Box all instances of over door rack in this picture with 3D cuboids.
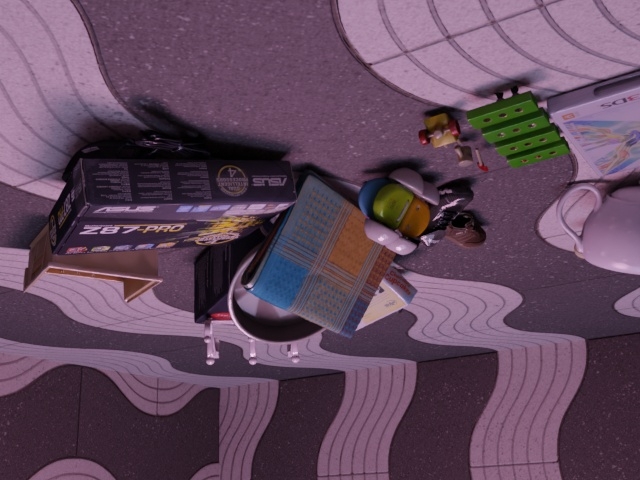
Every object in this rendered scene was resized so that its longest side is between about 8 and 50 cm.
[{"bbox_3d":[-0.177,0.279,2.001,0.239,0.108,0.324,0,162,-4],"label":"over door rack"}]

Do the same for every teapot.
[{"bbox_3d":[0.678,-0.039,1.624,0.256,0.187,0.252,-9,-164,-38],"label":"teapot"}]

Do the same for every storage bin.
[{"bbox_3d":[-0.551,0.058,1.831,0.262,0.123,0.260,9,157,-32],"label":"storage bin"}]

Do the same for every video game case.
[{"bbox_3d":[0.590,-0.211,1.318,0.300,0.036,0.329,-14,158,31],"label":"video game case"}]

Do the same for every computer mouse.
[{"bbox_3d":[-0.326,-0.154,1.359,0.262,0.060,0.184,-17,168,35],"label":"computer mouse"}]

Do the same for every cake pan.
[{"bbox_3d":[-0.069,0.104,1.706,0.293,0.054,0.293,-9,123,-15],"label":"cake pan"}]

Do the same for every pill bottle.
[{"bbox_3d":[-0.088,-0.052,1.652,0.067,0.067,0.120,4,160,-17],"label":"pill bottle"}]

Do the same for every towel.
[{"bbox_3d":[0.015,0.041,1.613,0.040,0.271,0.370,27,177,43],"label":"towel"}]

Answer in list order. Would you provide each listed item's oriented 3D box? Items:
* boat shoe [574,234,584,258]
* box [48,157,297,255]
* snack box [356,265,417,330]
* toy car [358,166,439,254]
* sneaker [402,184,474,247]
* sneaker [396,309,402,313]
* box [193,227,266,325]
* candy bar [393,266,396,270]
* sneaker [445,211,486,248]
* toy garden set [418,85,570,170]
[{"bbox_3d":[0.742,-0.032,1.787,0.302,0.109,0.098,-13,119,30],"label":"boat shoe"},{"bbox_3d":[-0.288,-0.063,1.452,0.395,0.097,0.318,-3,164,-30],"label":"box"},{"bbox_3d":[0.102,0.139,2.078,0.187,0.060,0.322,43,146,-8],"label":"snack box"},{"bbox_3d":[0.145,-0.070,1.556,0.136,0.159,0.182,29,-177,36],"label":"toy car"},{"bbox_3d":[0.254,-0.042,1.661,0.078,0.106,0.234,8,158,-31],"label":"sneaker"},{"bbox_3d":[0.119,0.159,2.211,0.271,0.108,0.100,1,164,22],"label":"sneaker"},{"bbox_3d":[-0.117,0.101,1.923,0.343,0.179,0.312,5,158,-23],"label":"box"},{"bbox_3d":[0.203,0.107,2.224,0.040,0.018,0.161,-4,162,3],"label":"candy bar"},{"bbox_3d":[0.340,-0.027,1.778,0.188,0.066,0.071,13,155,-39],"label":"sneaker"},{"bbox_3d":[0.304,-0.189,1.339,0.203,0.049,0.244,-15,158,28],"label":"toy garden set"}]
